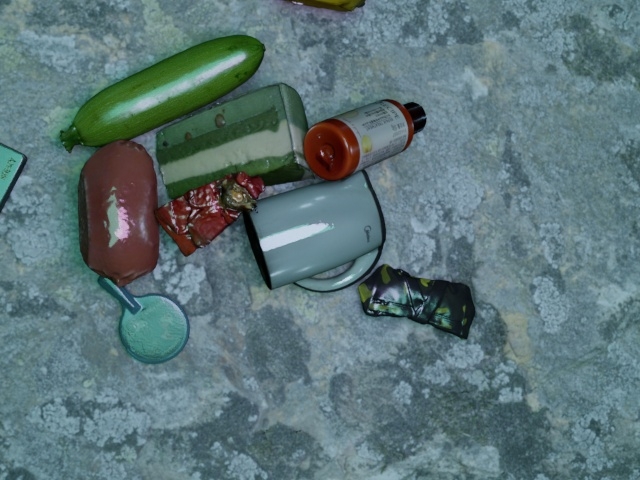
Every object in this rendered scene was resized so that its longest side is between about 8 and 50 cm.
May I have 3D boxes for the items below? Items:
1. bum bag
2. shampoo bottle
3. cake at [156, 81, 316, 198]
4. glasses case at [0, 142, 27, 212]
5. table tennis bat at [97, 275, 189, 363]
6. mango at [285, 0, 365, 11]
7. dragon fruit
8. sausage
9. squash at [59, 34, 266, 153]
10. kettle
[{"bbox_3d":[0.182,0.112,1.599,0.232,0.060,0.107,16,78,-10],"label":"bum bag"},{"bbox_3d":[0.094,-0.190,1.516,0.278,0.104,0.104,-27,94,-46],"label":"shampoo bottle"},{"bbox_3d":[-0.141,-0.165,1.563,0.283,0.172,0.158,-14,83,24],"label":"cake"},{"bbox_3d":[-0.593,-0.084,1.498,0.077,0.039,0.184,26,85,-7],"label":"glasses case"},{"bbox_3d":[-0.326,0.133,1.540,0.124,0.033,0.201,-43,100,-8],"label":"table tennis bat"},{"bbox_3d":[-0.021,-0.505,1.549,0.261,0.130,0.167,7,82,-4],"label":"mango"},{"bbox_3d":[-0.172,-0.047,1.462,0.192,0.122,0.092,-27,80,17],"label":"dragon fruit"},{"bbox_3d":[-0.353,-0.045,1.484,0.148,0.148,0.255,-8,86,-8],"label":"sausage"},{"bbox_3d":[-0.280,-0.263,1.514,0.395,0.107,0.107,-27,93,-5],"label":"squash"},{"bbox_3d":[0.000,0.000,1.539,0.236,0.161,0.221,-19,119,-10],"label":"kettle"}]
